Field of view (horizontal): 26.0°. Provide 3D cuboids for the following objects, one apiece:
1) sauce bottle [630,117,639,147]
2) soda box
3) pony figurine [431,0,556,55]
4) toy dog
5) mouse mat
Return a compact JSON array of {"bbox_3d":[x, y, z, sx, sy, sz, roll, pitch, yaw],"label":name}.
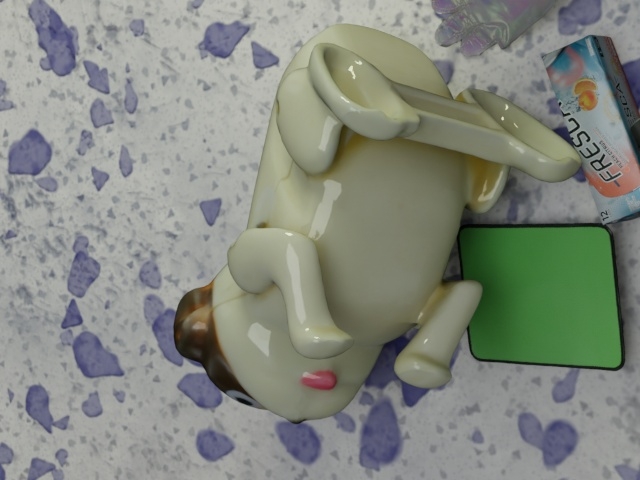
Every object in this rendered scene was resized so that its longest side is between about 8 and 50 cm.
[{"bbox_3d":[0.397,0.028,1.296,0.111,0.111,0.344,-33,78,29],"label":"sauce bottle"},{"bbox_3d":[0.285,-0.109,1.378,0.058,0.063,0.183,-23,82,31],"label":"soda box"},{"bbox_3d":[0.147,-0.350,1.316,0.351,0.363,0.303,-26,88,46],"label":"pony figurine"},{"bbox_3d":[0.000,0.000,1.437,0.395,0.284,0.408,46,120,44],"label":"toy dog"},{"bbox_3d":[0.226,0.057,1.438,0.190,0.007,0.152,0,101,40],"label":"mouse mat"}]
